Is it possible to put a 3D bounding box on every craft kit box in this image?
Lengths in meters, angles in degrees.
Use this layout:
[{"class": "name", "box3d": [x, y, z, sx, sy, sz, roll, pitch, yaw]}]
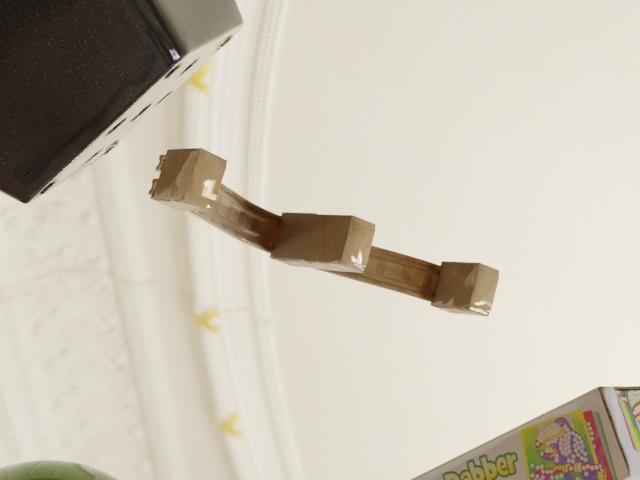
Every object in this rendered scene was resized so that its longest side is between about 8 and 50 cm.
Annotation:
[{"class": "craft kit box", "box3d": [0.159, 0.152, 0.912, 0.250, 0.246, 0.061, -35, -119, 41]}]

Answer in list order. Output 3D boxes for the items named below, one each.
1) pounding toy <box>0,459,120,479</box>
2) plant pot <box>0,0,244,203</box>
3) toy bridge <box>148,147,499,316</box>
[{"class": "pounding toy", "box3d": [-0.169, 0.226, 0.972, 0.237, 0.183, 0.110, 54, -27, 28]}, {"class": "plant pot", "box3d": [-0.153, -0.132, 0.826, 0.187, 0.188, 0.167, -39, -85, 20]}, {"class": "toy bridge", "box3d": [0.000, 0.000, 0.703, 0.188, 0.026, 0.063, 21, -11, -35]}]
